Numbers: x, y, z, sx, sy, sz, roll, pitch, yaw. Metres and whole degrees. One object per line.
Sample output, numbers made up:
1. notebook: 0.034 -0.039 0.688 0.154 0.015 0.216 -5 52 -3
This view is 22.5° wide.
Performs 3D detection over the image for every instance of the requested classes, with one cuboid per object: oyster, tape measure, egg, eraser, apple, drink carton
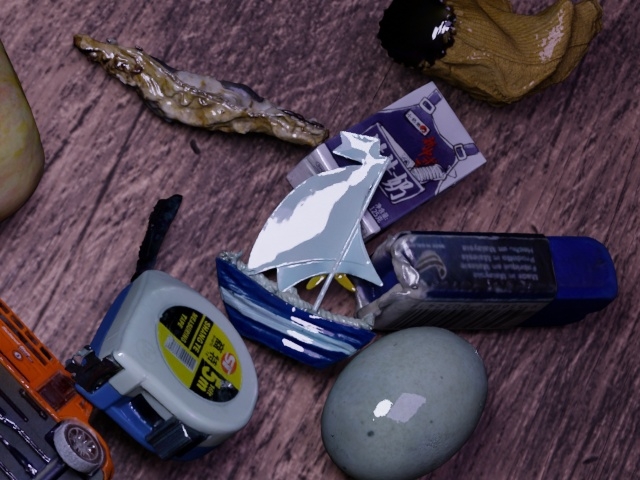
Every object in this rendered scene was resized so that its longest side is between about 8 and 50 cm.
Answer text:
1. oyster: -0.150 -0.183 2.023 0.345 0.128 0.078 19 107 -11
2. tape measure: -0.164 0.107 1.898 0.215 0.098 0.351 44 31 -17
3. egg: 0.103 0.198 1.949 0.236 0.169 0.169 -36 89 -37
4. eraser: 0.210 0.052 2.060 0.332 0.155 0.101 0 70 -25
5. apple: -0.435 -0.121 1.786 0.234 0.257 0.256 -27 83 -6
6. drink carton: 0.088 -0.093 2.092 0.222 0.102 0.134 -32 84 -32

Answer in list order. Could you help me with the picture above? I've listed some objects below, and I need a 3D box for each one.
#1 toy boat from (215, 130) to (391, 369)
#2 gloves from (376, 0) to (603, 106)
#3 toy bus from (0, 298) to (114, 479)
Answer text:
1. toy boat: 0.000 0.000 1.967 0.221 0.067 0.291 24 88 13
2. gloves: 0.235 -0.265 2.173 0.356 0.203 0.155 -7 114 -37
3. toy bus: -0.359 0.164 1.755 0.329 0.143 0.153 47 20 -1
